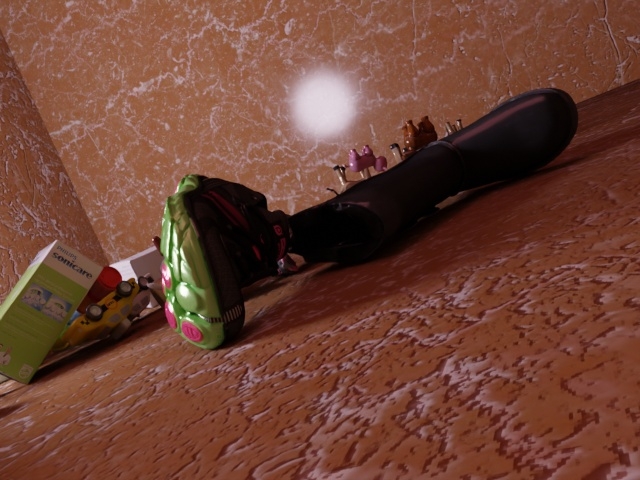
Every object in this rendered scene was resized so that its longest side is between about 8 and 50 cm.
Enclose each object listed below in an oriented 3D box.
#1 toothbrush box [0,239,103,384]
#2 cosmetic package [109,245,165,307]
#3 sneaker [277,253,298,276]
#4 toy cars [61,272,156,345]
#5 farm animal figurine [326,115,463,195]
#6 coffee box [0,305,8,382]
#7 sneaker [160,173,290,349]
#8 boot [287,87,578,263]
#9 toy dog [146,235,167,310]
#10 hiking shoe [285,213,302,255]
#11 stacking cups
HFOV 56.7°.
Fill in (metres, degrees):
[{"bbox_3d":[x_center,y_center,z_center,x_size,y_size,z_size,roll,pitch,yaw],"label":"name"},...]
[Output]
[{"bbox_3d":[-0.624,0.156,1.293,0.206,0.122,0.283,-15,45,54],"label":"toothbrush box"},{"bbox_3d":[-0.411,0.061,1.798,0.385,0.156,0.217,-26,8,-36],"label":"cosmetic package"},{"bbox_3d":[-0.078,0.055,1.167,0.057,0.047,0.119,-38,3,-1],"label":"sneaker"},{"bbox_3d":[-0.460,0.167,1.369,0.176,0.087,0.393,-43,4,-4],"label":"toy cars"},{"bbox_3d":[0.233,-0.188,1.623,0.326,0.172,0.330,-12,-11,-44],"label":"farm animal figurine"},{"bbox_3d":[-0.809,0.255,1.522,0.118,0.168,0.297,-26,6,-28],"label":"coffee box"},{"bbox_3d":[-0.145,-0.003,0.958,0.202,0.185,0.483,1,25,-8],"label":"sneaker"},{"bbox_3d":[0.203,-0.113,1.039,0.445,0.146,0.367,-25,-3,-42],"label":"boot"},{"bbox_3d":[-0.267,0.050,1.223,0.333,0.161,0.220,-20,22,44],"label":"toy dog"},{"bbox_3d":[0.000,0.000,1.208,0.226,0.086,0.114,-6,38,-36],"label":"hiking shoe"},{"bbox_3d":[-0.593,0.163,1.476,0.316,0.096,0.096,-38,-2,29],"label":"stacking cups"}]
